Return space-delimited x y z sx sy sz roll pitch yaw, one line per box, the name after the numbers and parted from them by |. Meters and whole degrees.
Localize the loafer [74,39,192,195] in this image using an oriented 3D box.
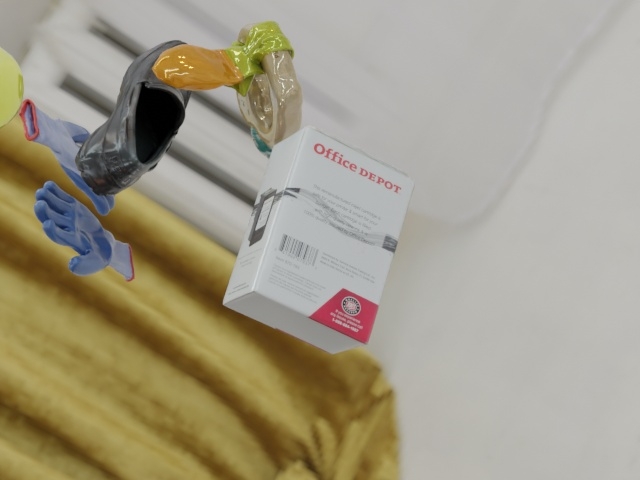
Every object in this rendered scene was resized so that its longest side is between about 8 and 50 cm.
-0.161 -0.124 1.602 0.078 0.076 0.223 -16 31 31 | loafer

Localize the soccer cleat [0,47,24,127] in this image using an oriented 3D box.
-0.275 -0.126 1.104 0.121 0.289 0.093 -6 77 25 | soccer cleat

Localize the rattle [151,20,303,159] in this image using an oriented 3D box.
-0.093 -0.126 1.632 0.142 0.130 0.200 -32 -5 -21 | rattle

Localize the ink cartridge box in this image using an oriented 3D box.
0.000 0.000 1.333 0.063 0.109 0.150 -25 44 59 | ink cartridge box

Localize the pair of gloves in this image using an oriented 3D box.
-0.241 -0.042 1.638 0.023 0.159 0.198 -25 56 18 | pair of gloves
